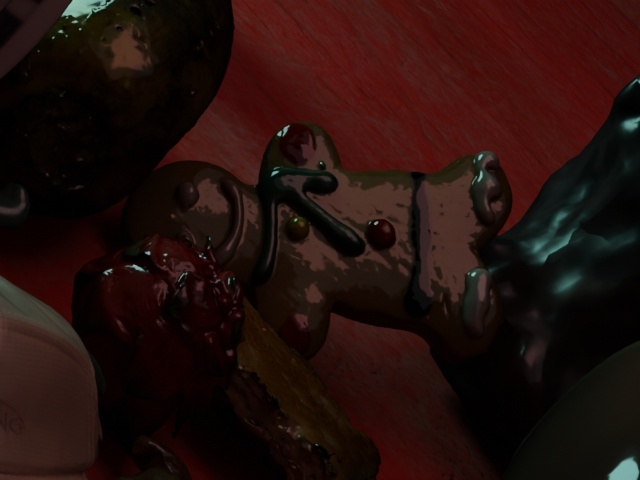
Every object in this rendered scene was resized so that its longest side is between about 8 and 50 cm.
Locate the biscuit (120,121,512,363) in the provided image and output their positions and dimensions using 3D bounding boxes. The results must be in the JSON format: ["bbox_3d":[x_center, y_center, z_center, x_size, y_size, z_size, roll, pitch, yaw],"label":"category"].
[{"bbox_3d":[0.000,0.000,1.383,0.301,0.049,0.197,7,63,-9],"label":"biscuit"}]

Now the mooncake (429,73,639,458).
[{"bbox_3d":[0.272,0.027,1.540,0.212,0.381,0.350,49,-4,25],"label":"mooncake"}]

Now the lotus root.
[{"bbox_3d":[-0.161,-0.137,1.366,0.179,0.196,0.397,57,13,-18],"label":"lotus root"}]

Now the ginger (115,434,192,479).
[{"bbox_3d":[-0.116,0.198,1.007,0.122,0.084,0.290,64,20,-4],"label":"ginger"}]

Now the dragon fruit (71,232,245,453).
[{"bbox_3d":[-0.106,0.060,1.172,0.121,0.142,0.130,40,19,14],"label":"dragon fruit"}]

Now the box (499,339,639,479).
[{"bbox_3d":[0.238,0.233,1.215,0.301,0.301,0.216,43,27,4],"label":"box"}]

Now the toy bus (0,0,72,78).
[{"bbox_3d":[-0.275,-0.187,1.223,0.131,0.106,0.297,45,-13,-26],"label":"toy bus"}]

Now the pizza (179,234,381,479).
[{"bbox_3d":[-0.046,0.106,1.266,0.226,0.069,0.147,48,12,-5],"label":"pizza"}]

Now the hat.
[{"bbox_3d":[-0.188,0.094,0.901,0.219,0.164,0.226,5,10,-27],"label":"hat"}]

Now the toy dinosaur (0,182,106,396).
[{"bbox_3d":[-0.339,-0.010,1.017,0.383,0.129,0.331,48,34,12],"label":"toy dinosaur"}]
